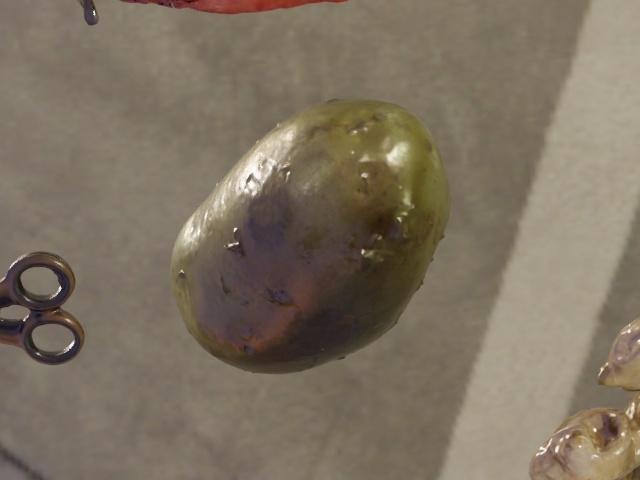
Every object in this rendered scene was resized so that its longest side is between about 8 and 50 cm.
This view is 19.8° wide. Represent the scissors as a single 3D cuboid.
[{"bbox_3d":[-0.279,0.055,1.309,0.220,0.017,0.088,-5,116,4],"label":"scissors"}]

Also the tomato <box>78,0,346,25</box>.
[{"bbox_3d":[-0.025,-0.139,0.511,0.189,0.173,0.099,20,133,33],"label":"tomato"}]

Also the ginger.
[{"bbox_3d":[0.203,0.061,1.027,0.065,0.149,0.259,40,114,20],"label":"ginger"}]

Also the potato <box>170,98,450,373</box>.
[{"bbox_3d":[0.000,0.000,1.506,0.307,0.210,0.173,127,142,-54],"label":"potato"}]
